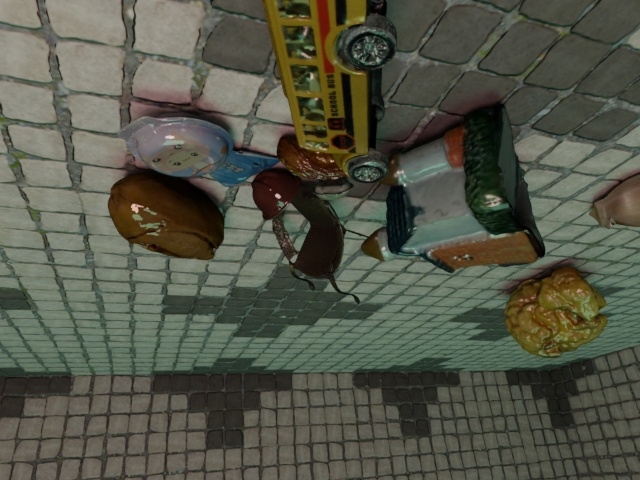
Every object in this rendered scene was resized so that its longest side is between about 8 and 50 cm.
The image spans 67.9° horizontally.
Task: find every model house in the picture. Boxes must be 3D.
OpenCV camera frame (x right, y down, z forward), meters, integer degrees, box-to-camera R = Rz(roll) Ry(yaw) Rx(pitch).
[{"bbox_3d":[0.188,-0.048,0.772,0.291,0.185,0.253,-18,152,27],"label":"model house"}]

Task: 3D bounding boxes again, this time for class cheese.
[{"bbox_3d":[-0.174,-0.126,0.693,0.135,0.052,0.244,-19,162,29],"label":"cheese"},{"bbox_3d":[0.020,-0.088,0.764,0.067,0.121,0.026,-6,112,5],"label":"cheese"}]

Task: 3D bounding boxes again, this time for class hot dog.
[{"bbox_3d":[0.007,-0.123,0.714,0.147,0.065,0.099,1,-173,-13],"label":"hot dog"}]

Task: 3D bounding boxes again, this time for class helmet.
[{"bbox_3d":[-0.086,-0.083,0.783,0.057,0.089,0.111,33,159,-24],"label":"helmet"}]

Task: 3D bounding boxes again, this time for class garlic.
[{"bbox_3d":[0.676,-0.084,0.896,0.266,0.149,0.129,-4,118,8],"label":"garlic"}]

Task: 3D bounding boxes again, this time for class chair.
[{"bbox_3d":[0.000,0.000,0.869,0.174,0.149,0.213,13,162,41],"label":"chair"}]

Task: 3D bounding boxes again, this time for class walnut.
[{"bbox_3d":[-0.248,-0.037,0.792,0.137,0.137,0.245,-15,162,21],"label":"walnut"}]

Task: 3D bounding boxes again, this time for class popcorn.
[{"bbox_3d":[0.679,0.204,1.353,0.264,0.225,0.332,2,142,-3],"label":"popcorn"}]

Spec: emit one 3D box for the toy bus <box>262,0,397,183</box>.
[{"bbox_3d":[0.018,-0.194,0.520,0.122,0.121,0.336,0,155,6],"label":"toy bus"}]
